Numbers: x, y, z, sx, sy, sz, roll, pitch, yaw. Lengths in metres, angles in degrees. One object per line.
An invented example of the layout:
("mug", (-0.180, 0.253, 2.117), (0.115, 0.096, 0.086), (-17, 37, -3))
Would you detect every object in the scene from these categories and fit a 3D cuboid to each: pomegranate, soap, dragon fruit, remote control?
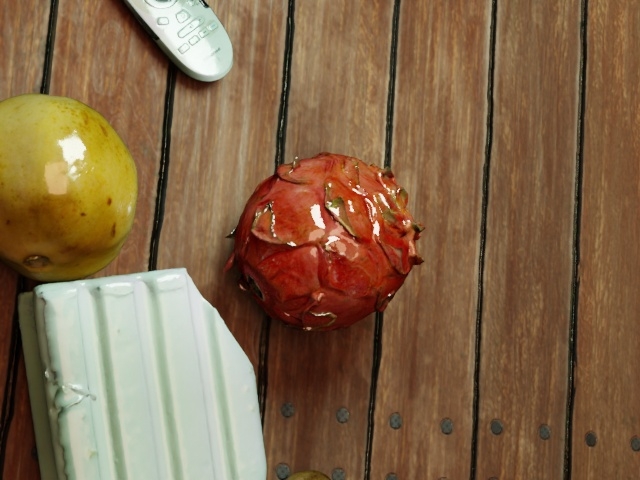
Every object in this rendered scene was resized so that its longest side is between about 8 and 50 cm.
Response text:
("pomegranate", (-0.329, -0.064, 1.695), (0.233, 0.233, 0.233), (4, 80, -25))
("soap", (-0.210, 0.263, 1.733), (0.261, 0.156, 0.446), (-7, 85, -27))
("dragon fruit", (0.010, 0.001, 1.843), (0.241, 0.241, 0.252), (36, 84, -16))
("remote control", (-0.211, -0.320, 1.886), (0.097, 0.045, 0.256), (-39, 96, -26))

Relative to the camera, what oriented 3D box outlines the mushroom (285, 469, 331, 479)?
("mushroom", (-0.006, 0.364, 1.855), (0.109, 0.085, 0.126), (-17, 79, -22))
